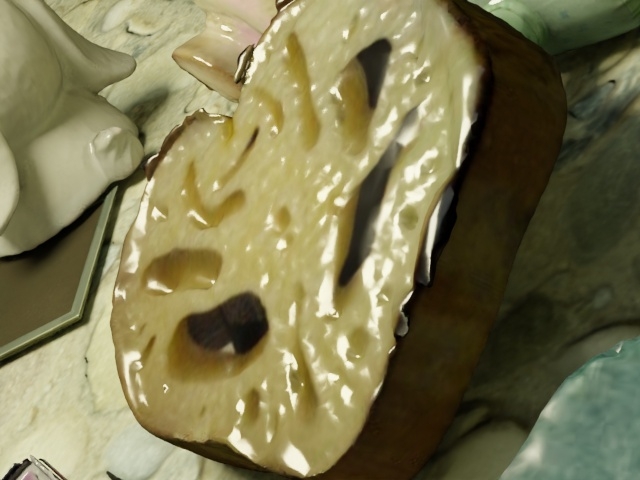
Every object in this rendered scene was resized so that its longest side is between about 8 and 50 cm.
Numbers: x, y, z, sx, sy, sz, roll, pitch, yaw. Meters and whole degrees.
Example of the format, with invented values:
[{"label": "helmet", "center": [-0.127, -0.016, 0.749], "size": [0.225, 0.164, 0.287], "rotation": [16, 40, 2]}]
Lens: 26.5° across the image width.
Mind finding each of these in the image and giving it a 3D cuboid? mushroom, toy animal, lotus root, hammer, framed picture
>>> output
[{"label": "mushroom", "center": [-0.038, -0.258, 1.310], "size": [0.173, 0.162, 0.236], "rotation": [9, 59, 54]}, {"label": "toy animal", "center": [-0.319, -0.150, 1.374], "size": [0.206, 0.265, 0.272], "rotation": [-5, 39, 45]}, {"label": "lotus root", "center": [0.000, 0.000, 0.920], "size": [0.390, 0.111, 0.375], "rotation": [-39, 39, 32]}, {"label": "hammer", "center": [0.138, -0.110, 0.992], "size": [0.206, 0.119, 0.335], "rotation": [-13, 48, 40]}, {"label": "framed picture", "center": [-0.311, 0.060, 1.359], "size": [0.252, 0.014, 0.197], "rotation": [-26, 34, 24]}]

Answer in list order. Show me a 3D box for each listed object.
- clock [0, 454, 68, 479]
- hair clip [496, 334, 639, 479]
[{"label": "clock", "center": [-0.221, 0.259, 0.950], "size": [0.193, 0.073, 0.144], "rotation": [-50, 32, -13]}, {"label": "hair clip", "center": [0.271, 0.082, 0.463], "size": [0.392, 0.238, 0.318], "rotation": [-15, 39, 37]}]
